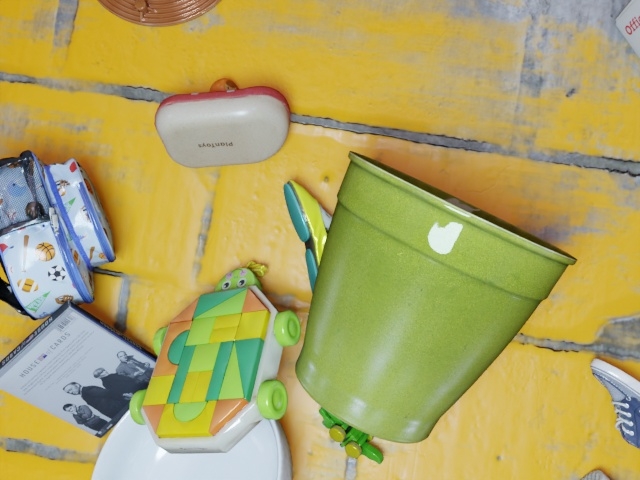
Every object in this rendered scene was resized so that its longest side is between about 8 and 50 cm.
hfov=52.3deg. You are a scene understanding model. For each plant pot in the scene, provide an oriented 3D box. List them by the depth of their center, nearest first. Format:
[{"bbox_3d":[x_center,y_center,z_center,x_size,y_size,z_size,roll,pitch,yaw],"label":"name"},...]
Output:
[{"bbox_3d":[0.134,0.099,1.001,0.366,0.366,0.353,27,100,6],"label":"plant pot"}]

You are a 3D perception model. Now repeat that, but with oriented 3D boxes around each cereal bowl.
[{"bbox_3d":[-0.195,0.399,1.058,0.339,0.141,0.339,-10,55,14],"label":"cereal bowl"}]

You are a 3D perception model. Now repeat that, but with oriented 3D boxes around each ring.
[{"bbox_3d":[-0.302,-0.569,1.223,0.336,0.032,0.337,0,85,6],"label":"ring"}]

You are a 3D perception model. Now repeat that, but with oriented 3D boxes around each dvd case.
[{"bbox_3d":[-0.395,0.223,1.093,0.179,0.239,0.029,-42,39,1],"label":"dvd case"}]

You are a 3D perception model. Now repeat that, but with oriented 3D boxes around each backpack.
[{"bbox_3d":[-0.460,-0.005,1.096,0.213,0.276,0.263,-13,88,-9],"label":"backpack"}]

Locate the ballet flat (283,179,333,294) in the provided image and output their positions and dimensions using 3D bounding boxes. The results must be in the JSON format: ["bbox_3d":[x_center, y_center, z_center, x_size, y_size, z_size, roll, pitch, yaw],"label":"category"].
[{"bbox_3d":[0.000,0.000,1.143,0.077,0.077,0.231,-15,87,-18],"label":"ballet flat"}]

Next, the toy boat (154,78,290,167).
[{"bbox_3d":[-0.168,-0.224,1.148,0.231,0.151,0.151,-4,57,4],"label":"toy boat"}]

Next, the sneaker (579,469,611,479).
[{"bbox_3d":[0.416,0.530,1.050,0.282,0.102,0.161,-44,87,0],"label":"sneaker"}]

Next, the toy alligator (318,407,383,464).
[{"bbox_3d":[0.029,0.318,1.122,0.189,0.056,0.051,44,131,6],"label":"toy alligator"}]

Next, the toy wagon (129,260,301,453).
[{"bbox_3d":[-0.163,0.168,1.049,0.267,0.068,0.344,-10,49,27],"label":"toy wagon"}]

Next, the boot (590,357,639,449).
[{"bbox_3d":[0.511,0.281,1.072,0.190,0.069,0.086,37,87,5],"label":"boot"}]

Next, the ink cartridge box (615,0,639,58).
[{"bbox_3d":[0.630,-0.303,1.034,0.121,0.211,0.289,-32,84,2],"label":"ink cartridge box"}]
